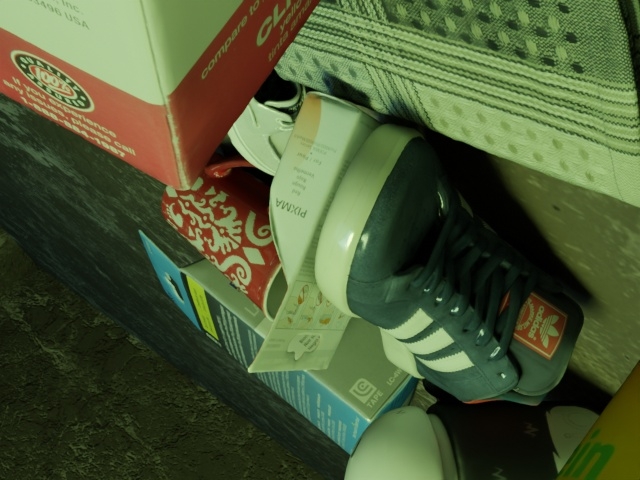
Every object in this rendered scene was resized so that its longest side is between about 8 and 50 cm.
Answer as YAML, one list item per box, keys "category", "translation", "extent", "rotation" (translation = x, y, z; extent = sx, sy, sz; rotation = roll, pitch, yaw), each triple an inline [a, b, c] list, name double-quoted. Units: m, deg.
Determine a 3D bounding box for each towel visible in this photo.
- category: "towel"
  translation: [0.033, -0.171, 0.523]
  extent: [0.324, 0.056, 0.312]
  rotation: [28, 156, 42]

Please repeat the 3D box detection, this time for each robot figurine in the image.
- category: "robot figurine"
  translation: [0.158, 0.225, 0.890]
  extent: [0.209, 0.278, 0.173]
  rotation: [-102, 14, -53]

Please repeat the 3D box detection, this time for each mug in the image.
- category: "mug"
  translation: [-0.064, -0.025, 1.031]
  extent: [0.169, 0.150, 0.113]
  rotation: [36, -161, 29]

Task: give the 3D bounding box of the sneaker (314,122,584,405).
- category: "sneaker"
  translation: [0.108, 0.035, 0.723]
  extent: [0.148, 0.131, 0.350]
  rotation: [24, 170, 24]

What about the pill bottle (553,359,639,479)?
- category: "pill bottle"
  translation: [0.206, 0.131, 0.538]
  extent: [0.136, 0.245, 0.136]
  rotation: [37, 162, 14]

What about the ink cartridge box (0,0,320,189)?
- category: "ink cartridge box"
  translation: [-0.139, -0.221, 0.375]
  extent: [0.279, 0.160, 0.384]
  rotation: [30, 159, 10]

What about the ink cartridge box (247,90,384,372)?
- category: "ink cartridge box"
  translation: [0.000, 0.000, 0.703]
  extent: [0.045, 0.179, 0.145]
  rotation: [26, -176, 21]

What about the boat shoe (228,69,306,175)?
- category: "boat shoe"
  translation: [-0.039, -0.115, 0.789]
  extent: [0.063, 0.066, 0.184]
  rotation: [27, 149, 41]

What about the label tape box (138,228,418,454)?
- category: "label tape box"
  translation: [-0.045, 0.103, 1.251]
  extent: [0.348, 0.115, 0.249]
  rotation: [39, 163, 15]
